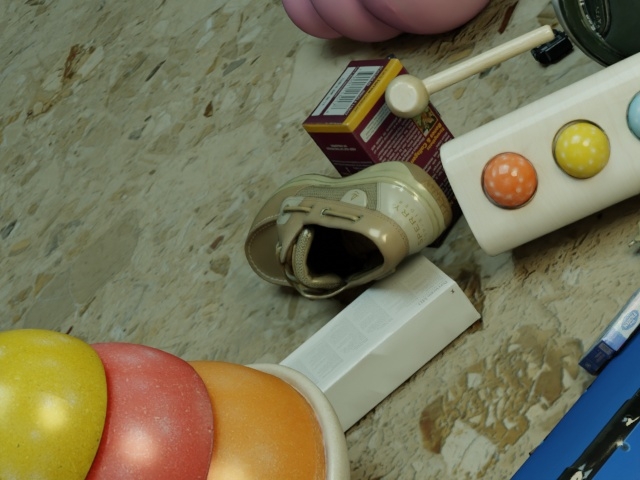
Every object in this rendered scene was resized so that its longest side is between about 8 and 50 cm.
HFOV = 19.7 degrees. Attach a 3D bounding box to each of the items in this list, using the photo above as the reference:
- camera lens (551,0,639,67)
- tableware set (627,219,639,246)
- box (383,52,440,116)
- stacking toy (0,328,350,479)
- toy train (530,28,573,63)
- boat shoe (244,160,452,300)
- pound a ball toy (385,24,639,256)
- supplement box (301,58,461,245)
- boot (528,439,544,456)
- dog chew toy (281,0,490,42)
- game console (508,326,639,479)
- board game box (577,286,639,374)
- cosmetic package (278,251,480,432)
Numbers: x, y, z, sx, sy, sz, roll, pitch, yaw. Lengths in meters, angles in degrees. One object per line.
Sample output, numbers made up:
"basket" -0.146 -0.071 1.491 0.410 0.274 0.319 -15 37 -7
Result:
"camera lens" 0.360 -0.315 1.948 0.219 0.219 0.274 -22 24 24
"tableware set" 0.363 -0.042 1.749 0.141 0.020 0.168 -37 6 -14
"box" 0.070 -0.160 2.251 0.116 0.029 0.162 -36 29 4
"stacking toy" -0.239 0.184 1.633 0.350 0.480 0.350 -30 41 31
"toy train" 0.313 -0.256 2.130 0.158 0.027 0.036 -36 34 4
"boat shoe" 0.000 0.000 1.958 0.110 0.121 0.341 -45 12 -29
"pound a ball toy" 0.230 -0.121 1.828 0.319 0.208 0.136 -24 1 20
"supplement box" 0.080 -0.095 1.997 0.081 0.188 0.104 5 51 50
"boot" 0.251 0.174 1.617 0.114 0.037 0.106 -37 33 -8
"dog chew toy" 0.076 -0.345 2.343 0.332 0.206 0.206 -13 38 49
"game console" 0.303 0.172 1.507 0.250 0.173 0.293 33 64 25
"board game box" 0.278 0.075 1.683 0.090 0.020 0.090 -49 -6 -17
"cosmetic package" 0.041 0.120 1.877 0.239 0.060 0.099 -40 28 -3
